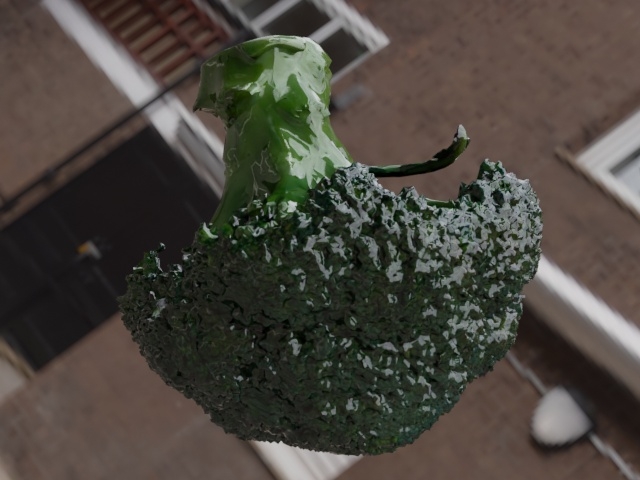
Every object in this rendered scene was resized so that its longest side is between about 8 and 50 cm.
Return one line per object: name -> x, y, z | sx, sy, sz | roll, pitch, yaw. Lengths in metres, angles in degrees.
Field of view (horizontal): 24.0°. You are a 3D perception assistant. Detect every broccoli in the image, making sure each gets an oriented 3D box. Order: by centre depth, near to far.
broccoli -> 0.000, 0.000, 1.006 | 0.297, 0.297, 0.297 | 96, -22, -78
